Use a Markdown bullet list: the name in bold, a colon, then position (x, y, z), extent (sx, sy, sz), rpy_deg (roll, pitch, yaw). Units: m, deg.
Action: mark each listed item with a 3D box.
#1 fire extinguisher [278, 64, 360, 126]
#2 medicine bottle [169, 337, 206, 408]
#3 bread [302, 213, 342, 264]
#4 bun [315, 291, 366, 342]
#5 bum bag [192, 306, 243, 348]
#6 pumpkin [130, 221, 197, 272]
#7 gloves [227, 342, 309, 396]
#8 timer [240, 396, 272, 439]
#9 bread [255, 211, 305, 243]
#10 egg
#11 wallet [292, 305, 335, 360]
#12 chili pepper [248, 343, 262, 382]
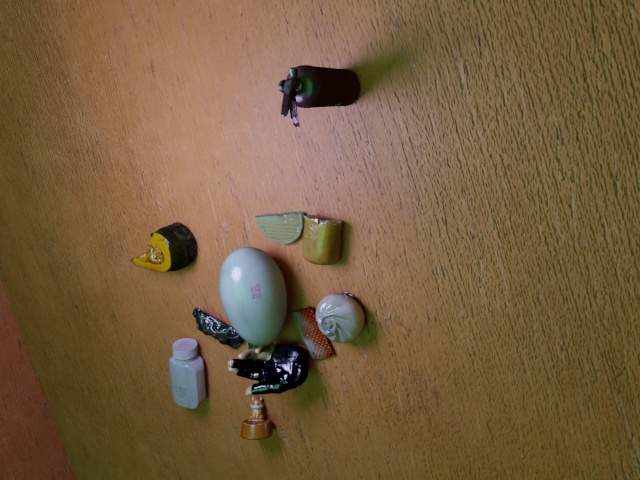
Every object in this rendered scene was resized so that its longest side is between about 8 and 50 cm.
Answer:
- **fire extinguisher**: position (-0.009, -0.383, 1.197), extent (0.106, 0.337, 0.147), rpy_deg (3, 108, 31)
- **medicine bottle**: position (-0.589, 0.585, 2.000), extent (0.161, 0.111, 0.296), rpy_deg (11, 113, 26)
- **bread**: position (0.000, 0.001, 1.469), extent (0.134, 0.085, 0.173), rpy_deg (13, 112, 27)
- **bun**: position (0.056, 0.264, 1.503), extent (0.172, 0.120, 0.173), rpy_deg (11, 112, 30)
- **bum bag**: position (-0.423, 0.364, 1.851), extent (0.248, 0.069, 0.102), rpy_deg (28, 142, 16)
- **pumpkin**: position (-0.643, 0.019, 1.827), extent (0.280, 0.139, 0.190), rpy_deg (10, 115, 25)
- **gloves**: position (-0.194, 0.473, 1.660), extent (0.301, 0.152, 0.197), rpy_deg (6, 67, -1)
- **timer**: position (-0.262, 0.722, 1.858), extent (0.132, 0.132, 0.152), rpy_deg (-6, 80, 32)
- **bread**: position (-0.131, -0.042, 1.565), extent (0.193, 0.036, 0.112), rpy_deg (-3, 109, 28)
- **egg**: position (-0.231, 0.200, 1.588), extent (0.230, 0.230, 0.371), rpy_deg (0, 112, 31)
- **wallet**: position (-0.026, 0.336, 1.634), extent (0.103, 0.020, 0.196), rpy_deg (-22, 94, 34)
- **chili pepper**: position (-0.226, 0.463, 1.761), extent (0.100, 0.074, 0.257), rpy_deg (-15, 104, -11)
